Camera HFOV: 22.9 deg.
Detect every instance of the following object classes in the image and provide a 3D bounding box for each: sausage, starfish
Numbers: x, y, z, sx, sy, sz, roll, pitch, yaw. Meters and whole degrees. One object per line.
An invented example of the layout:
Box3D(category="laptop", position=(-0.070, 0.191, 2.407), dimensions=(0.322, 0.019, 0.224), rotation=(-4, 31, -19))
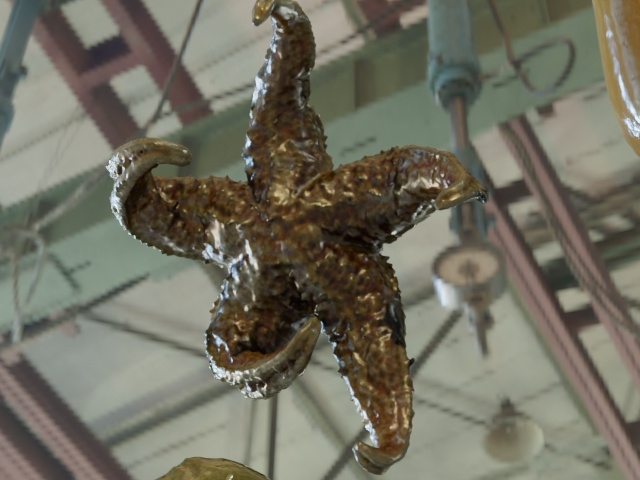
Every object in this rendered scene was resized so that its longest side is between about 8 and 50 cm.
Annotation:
Box3D(category="sausage", position=(0.271, -0.150, 1.250), dimensions=(0.112, 0.328, 0.112), rotation=(-3, -19, -1))
Box3D(category="starfish", position=(0.000, 0.001, 0.653), dimensions=(0.146, 0.190, 0.074), rotation=(-37, -16, 16))

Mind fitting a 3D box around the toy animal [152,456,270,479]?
Box3D(category="toy animal", position=(-0.036, 0.140, 0.366), dimensions=(0.103, 0.219, 0.101), rotation=(-37, -22, 18))
